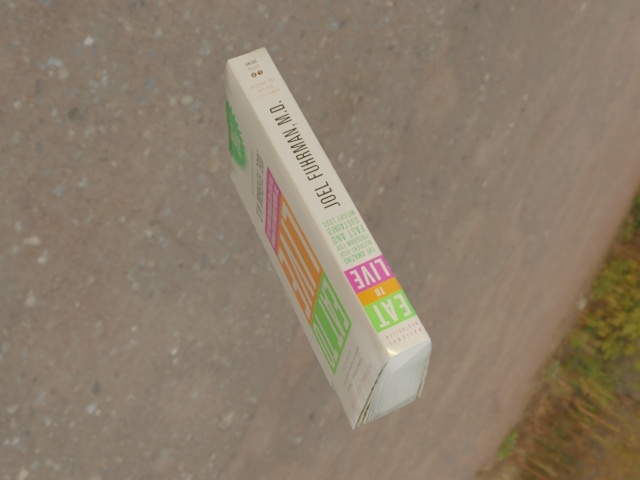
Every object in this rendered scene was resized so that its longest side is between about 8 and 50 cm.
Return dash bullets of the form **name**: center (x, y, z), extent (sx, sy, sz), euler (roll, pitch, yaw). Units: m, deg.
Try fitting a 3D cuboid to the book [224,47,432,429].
- **book**: center (0.000, 0.000, 0.428), extent (0.035, 0.144, 0.096), euler (-23, 158, -13)
